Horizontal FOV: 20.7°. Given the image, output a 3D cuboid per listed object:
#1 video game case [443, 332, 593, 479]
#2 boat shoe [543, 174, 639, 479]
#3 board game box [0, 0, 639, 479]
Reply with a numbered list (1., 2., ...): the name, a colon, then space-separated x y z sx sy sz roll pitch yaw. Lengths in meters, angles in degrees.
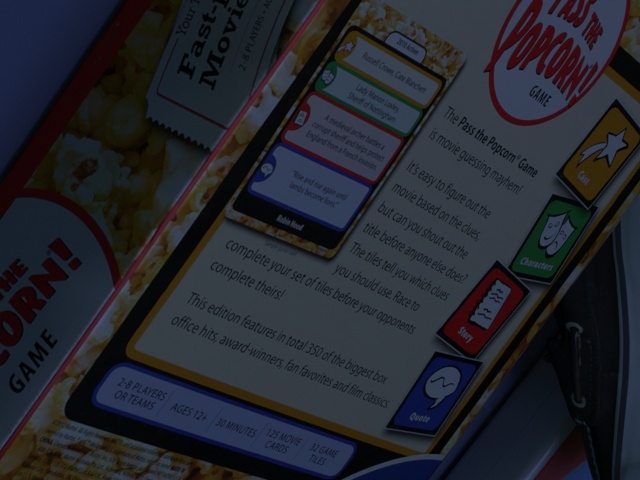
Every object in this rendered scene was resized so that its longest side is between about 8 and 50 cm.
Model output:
1. video game case: 0.120 0.119 0.649 0.204 0.025 0.285 -52 143 5
2. boat shoe: 0.084 0.024 0.496 0.049 0.040 0.142 -48 141 -47
3. board game box: 0.000 0.000 0.399 0.193 0.045 0.147 -54 143 6
